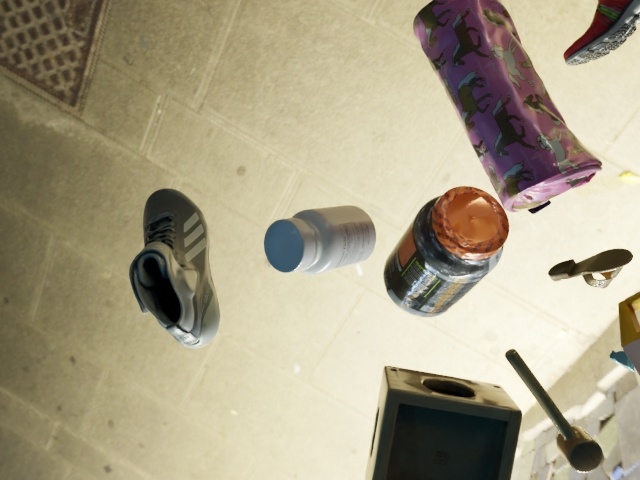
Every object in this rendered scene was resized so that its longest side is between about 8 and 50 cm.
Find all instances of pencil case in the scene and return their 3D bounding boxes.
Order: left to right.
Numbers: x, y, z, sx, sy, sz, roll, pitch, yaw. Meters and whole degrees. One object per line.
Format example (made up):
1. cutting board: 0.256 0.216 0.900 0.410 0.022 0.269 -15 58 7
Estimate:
1. pencil case: 0.292 -0.238 0.978 0.160 0.167 0.386 -28 74 17

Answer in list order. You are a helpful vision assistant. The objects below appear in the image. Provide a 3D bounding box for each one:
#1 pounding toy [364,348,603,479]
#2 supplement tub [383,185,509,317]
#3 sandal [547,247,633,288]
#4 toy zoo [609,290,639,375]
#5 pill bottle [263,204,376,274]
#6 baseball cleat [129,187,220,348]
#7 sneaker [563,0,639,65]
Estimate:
1. pounding toy: 0.160 0.185 0.603 0.205 0.094 0.181 9 94 2
2. supplement tub: 0.283 0.031 1.392 0.207 0.207 0.338 27 151 2
3. sandal: 0.699 0.085 1.534 0.079 0.088 0.240 52 149 -11
4. toy zoo: 0.602 0.127 0.977 0.030 0.192 0.293 37 126 -20
5. pill bottle: 0.000 0.000 1.212 0.131 0.229 0.131 6 99 37
6. baseball cleat: -0.154 0.008 0.623 0.072 0.206 0.109 -29 148 3
7. sneaker: 0.639 -0.502 1.318 0.279 0.107 0.118 -46 65 38
